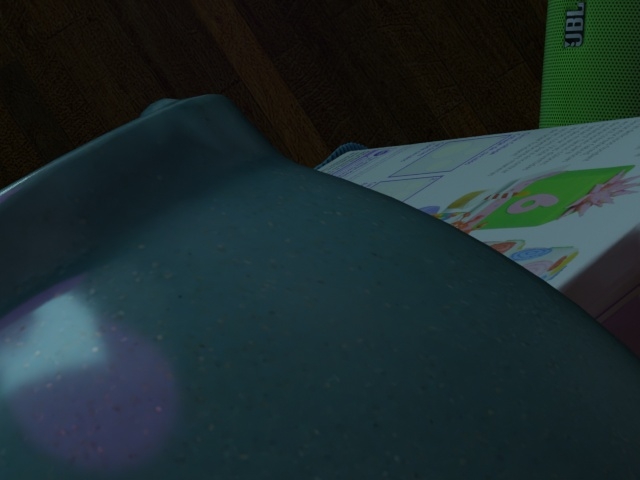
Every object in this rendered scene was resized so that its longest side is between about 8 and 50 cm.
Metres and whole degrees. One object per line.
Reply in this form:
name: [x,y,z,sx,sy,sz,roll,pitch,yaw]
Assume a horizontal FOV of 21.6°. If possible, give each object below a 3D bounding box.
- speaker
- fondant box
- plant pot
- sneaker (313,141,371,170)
speaker: [0.190,-0.120,0.975,0.131,0.296,0.131,3,3,0]
fondant box: [0.055,0.031,0.830,0.238,0.096,0.330,-33,17,-35]
plant pot: [-0.045,0.088,0.428,0.293,0.196,0.293,-34,-1,0]
sneaker: [0.000,0.000,1.119,0.092,0.087,0.229,-43,-11,29]
